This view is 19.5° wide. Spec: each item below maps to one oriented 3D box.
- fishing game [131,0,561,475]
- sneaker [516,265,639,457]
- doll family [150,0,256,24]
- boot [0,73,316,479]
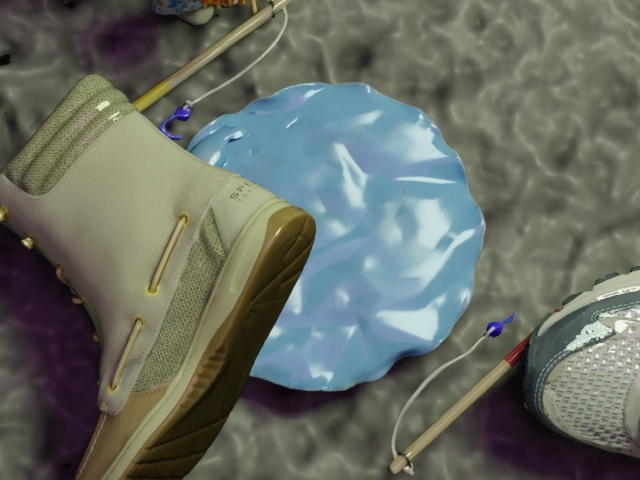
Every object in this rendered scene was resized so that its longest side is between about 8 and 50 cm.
[{"bbox_3d":[0.000,0.000,1.061,0.189,0.041,0.264,-42,83,-14],"label":"fishing game"},{"bbox_3d":[0.251,0.088,1.024,0.283,0.122,0.110,5,110,-8],"label":"sneaker"},{"bbox_3d":[-0.020,-0.202,1.035,0.263,0.163,0.118,-37,86,-15],"label":"doll family"},{"bbox_3d":[-0.116,0.035,1.007,0.165,0.077,0.213,35,105,20],"label":"boot"}]
